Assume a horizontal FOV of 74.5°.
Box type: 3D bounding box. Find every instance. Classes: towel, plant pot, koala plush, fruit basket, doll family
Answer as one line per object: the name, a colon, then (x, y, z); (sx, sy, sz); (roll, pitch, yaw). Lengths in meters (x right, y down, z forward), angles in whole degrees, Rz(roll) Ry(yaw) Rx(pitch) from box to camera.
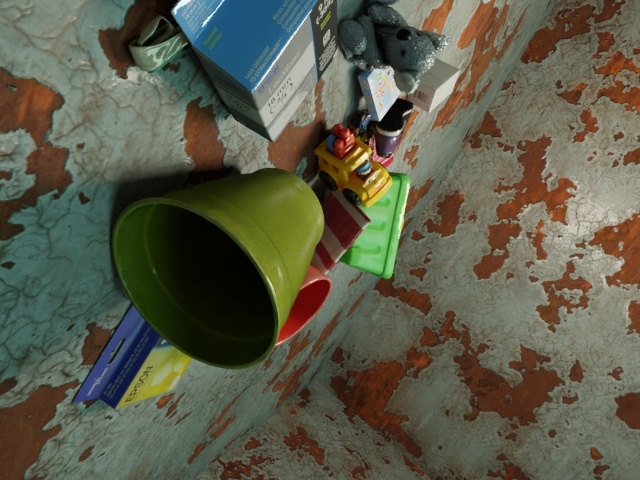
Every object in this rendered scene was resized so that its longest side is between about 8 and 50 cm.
towel: (0.235, -0.365, 1.563); (0.199, 0.031, 0.275); (-45, 152, -33)
plant pot: (-0.146, 0.127, 1.183); (0.275, 0.243, 0.275); (-37, 154, -22)
towel: (0.000, 0.000, 1.338); (0.037, 0.237, 0.329); (30, 106, -37)
koala plush: (0.191, -0.478, 1.034); (0.196, 0.221, 0.203); (-55, 161, -1)
fruit basket: (0.208, -0.068, 1.524); (0.392, 0.283, 0.392); (-10, 108, -32)
doll family: (0.124, -0.342, 1.340); (0.111, 0.076, 0.193); (-44, 153, -16)
plant pot: (-0.166, 0.013, 0.901); (0.353, 0.366, 0.366); (-49, 164, -52)

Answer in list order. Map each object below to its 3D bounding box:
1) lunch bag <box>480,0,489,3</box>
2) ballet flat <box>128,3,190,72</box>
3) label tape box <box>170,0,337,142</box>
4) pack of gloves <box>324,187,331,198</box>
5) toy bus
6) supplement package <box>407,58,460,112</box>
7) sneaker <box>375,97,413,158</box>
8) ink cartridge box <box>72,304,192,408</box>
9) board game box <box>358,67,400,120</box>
lunch bag: (0.445, -0.758, 1.054); (0.224, 0.108, 0.279); (-49, 162, 8)
ballet flat: (-0.210, -0.317, 0.623); (0.168, 0.057, 0.052); (-50, 150, -15)
label tape box: (-0.078, -0.339, 0.706); (0.241, 0.106, 0.334); (-56, 174, -4)
pack of gloves: (0.053, -0.091, 1.545); (0.232, 0.046, 0.195); (13, 93, -53)
toy bus: (0.091, -0.233, 1.232); (0.149, 0.220, 0.211); (-44, 153, -15)
supplement package: (0.424, -0.582, 1.580); (0.179, 0.105, 0.105); (-43, 157, -28)
sneaker: (0.230, -0.375, 1.397); (0.283, 0.107, 0.124); (-60, 163, -45)
ink cartridge box: (-0.429, 0.290, 1.103); (0.304, 0.072, 0.307); (-57, 162, 7)
board game box: (0.197, -0.483, 1.232); (0.211, 0.039, 0.160); (-54, 145, -16)
